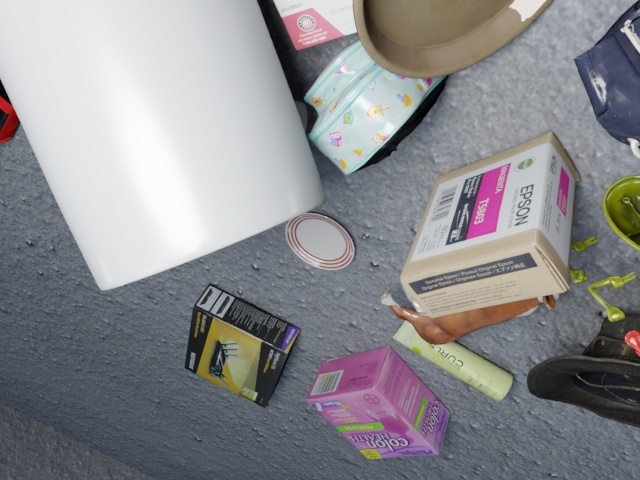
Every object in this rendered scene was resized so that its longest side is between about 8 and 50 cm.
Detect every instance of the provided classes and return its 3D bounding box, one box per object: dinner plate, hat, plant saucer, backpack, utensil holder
[{"bbox_3d":[0.000,0.000,1.094,0.141,0.017,0.141,15,136,14],"label":"dinner plate"},{"bbox_3d":[0.494,0.193,0.907,0.331,0.134,0.331,14,156,6],"label":"hat"},{"bbox_3d":[0.154,-0.291,0.593,0.277,0.041,0.278,-19,149,-12],"label":"plant saucer"},{"bbox_3d":[0.064,-0.181,0.752,0.144,0.188,0.166,41,138,-13],"label":"backpack"},{"bbox_3d":[-0.197,-0.173,0.704,0.327,0.327,0.386,-18,96,39],"label":"utensil holder"}]

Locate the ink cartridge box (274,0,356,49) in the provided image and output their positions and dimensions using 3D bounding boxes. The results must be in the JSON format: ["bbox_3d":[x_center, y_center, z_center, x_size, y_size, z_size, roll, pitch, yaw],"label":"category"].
[{"bbox_3d":[0.004,-0.361,0.683,0.158,0.092,0.218,-5,126,32],"label":"ink cartridge box"}]

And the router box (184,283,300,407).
[{"bbox_3d":[-0.202,0.269,1.420,0.242,0.081,0.309,25,138,4],"label":"router box"}]

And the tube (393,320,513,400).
[{"bbox_3d":[0.264,0.236,1.154,0.240,0.062,0.070,31,98,5],"label":"tube"}]

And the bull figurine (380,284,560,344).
[{"bbox_3d":[0.251,0.088,0.983,0.188,0.101,0.310,40,135,-7],"label":"bull figurine"}]

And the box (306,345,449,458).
[{"bbox_3d":[0.132,0.379,1.318,0.213,0.117,0.243,-23,118,41],"label":"box"}]

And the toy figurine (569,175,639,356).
[{"bbox_3d":[0.521,0.095,0.772,0.217,0.363,0.191,19,117,-49],"label":"toy figurine"}]

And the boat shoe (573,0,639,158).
[{"bbox_3d":[0.425,-0.119,0.632,0.158,0.127,0.341,-30,87,50],"label":"boat shoe"}]

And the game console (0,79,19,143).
[{"bbox_3d":[-0.734,-0.385,1.099,0.386,0.060,0.342,42,131,-15],"label":"game console"}]

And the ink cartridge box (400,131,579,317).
[{"bbox_3d":[0.233,-0.021,0.781,0.193,0.235,0.088,-21,119,40],"label":"ink cartridge box"}]

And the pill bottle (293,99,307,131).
[{"bbox_3d":[-0.119,-0.197,0.900,0.184,0.103,0.103,16,137,15],"label":"pill bottle"}]
